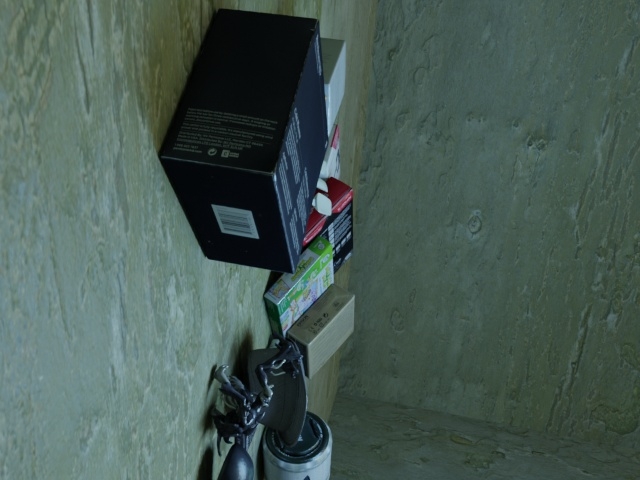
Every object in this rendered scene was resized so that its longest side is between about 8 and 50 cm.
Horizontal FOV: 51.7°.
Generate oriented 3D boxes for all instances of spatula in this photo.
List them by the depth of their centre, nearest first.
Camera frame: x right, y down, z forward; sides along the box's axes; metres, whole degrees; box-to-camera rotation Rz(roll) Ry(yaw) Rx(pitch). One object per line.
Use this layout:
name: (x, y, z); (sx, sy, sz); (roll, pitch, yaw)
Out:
spatula: (-0.036, -0.165, 1.779); (0.242, 0.019, 0.168); (18, 68, -59)

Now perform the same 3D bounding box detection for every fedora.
fedora: (-0.128, 0.363, 1.620); (0.275, 0.124, 0.243); (-105, -152, -52)

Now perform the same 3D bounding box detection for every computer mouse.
computer mouse: (-0.202, 0.578, 1.507); (0.188, 0.072, 0.272); (-60, 169, -60)

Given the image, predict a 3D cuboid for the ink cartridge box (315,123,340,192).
ink cartridge box: (-0.003, -0.225, 2.047); (0.237, 0.100, 0.171); (85, 17, -59)

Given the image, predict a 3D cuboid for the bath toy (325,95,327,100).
bath toy: (-0.085, -0.200, 1.465); (0.151, 0.129, 0.348); (49, -36, 40)

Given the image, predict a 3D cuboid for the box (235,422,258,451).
box: (-0.193, 0.486, 1.778); (0.162, 0.029, 0.116); (-69, 164, -60)

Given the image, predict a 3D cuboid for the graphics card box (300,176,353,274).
graphics card box: (0.000, 0.000, 2.036); (0.233, 0.094, 0.371); (-47, 156, -22)

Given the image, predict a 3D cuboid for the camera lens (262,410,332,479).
camera lens: (-0.076, 0.701, 2.133); (0.219, 0.220, 0.274); (-71, 167, -50)

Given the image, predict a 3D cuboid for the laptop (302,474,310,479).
laptop: (-0.175, 0.913, 1.800); (0.408, 0.236, 0.382); (-9, 141, -55)

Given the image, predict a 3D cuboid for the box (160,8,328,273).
box: (-0.108, -0.161, 1.158); (0.343, 0.179, 0.312); (84, 18, -61)

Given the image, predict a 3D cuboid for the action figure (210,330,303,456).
action figure: (-0.166, 0.336, 1.465); (0.275, 0.141, 0.164); (-49, 168, -21)

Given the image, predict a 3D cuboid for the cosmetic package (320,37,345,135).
cosmetic package: (-0.032, -0.362, 1.535); (0.151, 0.152, 0.183); (91, 12, -47)

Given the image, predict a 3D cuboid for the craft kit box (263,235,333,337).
craft kit box: (-0.056, 0.144, 1.920); (0.246, 0.061, 0.249); (-51, 158, -24)

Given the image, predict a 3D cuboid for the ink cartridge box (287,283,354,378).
ink cartridge box: (0.005, 0.278, 2.029); (0.235, 0.088, 0.193); (-44, 151, -33)

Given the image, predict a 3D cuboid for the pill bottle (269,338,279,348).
pill bottle: (-0.129, 0.353, 1.925); (0.067, 0.067, 0.120); (80, 21, -65)
